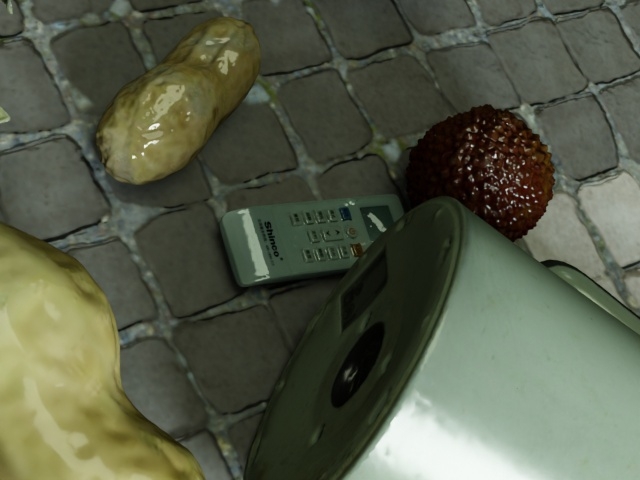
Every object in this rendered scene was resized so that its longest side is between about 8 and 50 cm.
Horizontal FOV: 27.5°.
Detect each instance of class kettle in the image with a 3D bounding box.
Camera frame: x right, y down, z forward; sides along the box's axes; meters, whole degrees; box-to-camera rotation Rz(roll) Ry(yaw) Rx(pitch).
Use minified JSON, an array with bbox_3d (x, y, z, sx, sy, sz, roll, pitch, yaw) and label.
[{"bbox_3d":[0.174,0.144,0.928,0.377,0.250,0.361,32,30,-12],"label":"kettle"}]

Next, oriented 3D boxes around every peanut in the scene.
[{"bbox_3d":[-0.102,-0.109,0.980,0.080,0.080,0.174,40,55,-4],"label":"peanut"},{"bbox_3d":[-0.181,0.089,0.806,0.319,0.147,0.147,48,54,5],"label":"peanut"}]

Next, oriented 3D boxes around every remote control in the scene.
[{"bbox_3d":[0.000,0.000,1.010,0.162,0.029,0.061,-5,71,-34],"label":"remote control"}]

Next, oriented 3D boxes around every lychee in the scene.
[{"bbox_3d":[0.129,-0.049,1.042,0.123,0.129,0.123,2,82,-12],"label":"lychee"}]

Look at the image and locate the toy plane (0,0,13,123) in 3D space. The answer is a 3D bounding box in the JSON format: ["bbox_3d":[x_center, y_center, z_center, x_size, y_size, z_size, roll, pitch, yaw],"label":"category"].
[{"bbox_3d":[-0.331,-0.139,0.875,0.229,0.092,0.244,-42,92,-21],"label":"toy plane"}]
